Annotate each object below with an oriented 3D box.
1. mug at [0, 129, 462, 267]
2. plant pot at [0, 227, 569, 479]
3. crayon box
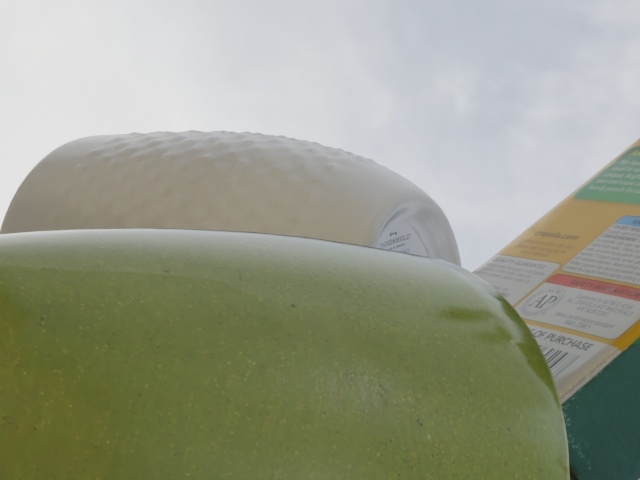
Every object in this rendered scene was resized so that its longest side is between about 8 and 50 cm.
[{"bbox_3d":[-0.035,0.045,1.282,0.328,0.374,0.276,0,-93,33],"label":"mug"},{"bbox_3d":[-0.078,0.104,0.718,0.275,0.294,0.274,-20,-118,41],"label":"plant pot"},{"bbox_3d":[0.212,0.028,0.964,0.323,0.083,0.203,-38,-160,-19],"label":"crayon box"}]
